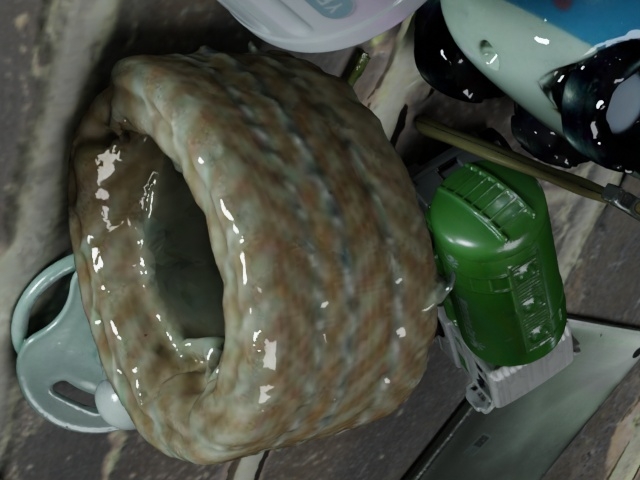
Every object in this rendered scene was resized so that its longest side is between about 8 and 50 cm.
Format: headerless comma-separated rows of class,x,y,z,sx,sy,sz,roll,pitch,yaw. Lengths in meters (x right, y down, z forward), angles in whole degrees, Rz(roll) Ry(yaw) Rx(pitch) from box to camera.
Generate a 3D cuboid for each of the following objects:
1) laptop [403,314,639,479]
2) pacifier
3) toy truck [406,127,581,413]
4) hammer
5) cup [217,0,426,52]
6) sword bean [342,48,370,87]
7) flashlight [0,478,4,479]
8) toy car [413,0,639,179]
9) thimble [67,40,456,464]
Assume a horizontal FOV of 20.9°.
laptop,0.174,0.173,1.558,0.187,0.015,0.269,11,122,-47
pacifier,-0.132,0.073,1.103,0.127,0.116,0.150,36,108,-27
toy truck,0.124,0.023,1.257,0.101,0.125,0.242,-33,145,-9
hammer,0.135,-0.048,1.130,0.062,0.199,0.013,26,90,-44
cup,-0.053,-0.187,0.839,0.221,0.167,0.202,-47,141,9
sword bean,0.012,-0.090,1.132,0.012,0.012,0.083,-3,134,-39
flashlight,-0.283,0.186,1.149,0.200,0.047,0.093,11,122,-46
toy car,0.197,-0.132,1.101,0.255,0.188,0.190,26,94,-44
thimble,-0.042,0.009,1.010,0.148,0.229,0.196,-9,150,-37
